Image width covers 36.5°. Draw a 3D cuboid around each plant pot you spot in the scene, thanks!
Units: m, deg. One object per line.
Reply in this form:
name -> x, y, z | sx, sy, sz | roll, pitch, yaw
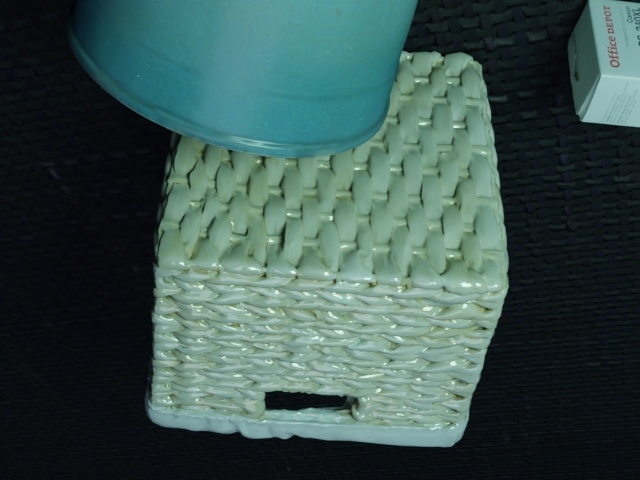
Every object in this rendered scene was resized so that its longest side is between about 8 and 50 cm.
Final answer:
plant pot -> -0.033, -0.245, 0.731 | 0.271, 0.272, 0.255 | 13, 126, -13

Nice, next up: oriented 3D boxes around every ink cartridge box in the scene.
ink cartridge box -> 0.318, -0.163, 0.910 | 0.150, 0.109, 0.063 | 6, 144, -3

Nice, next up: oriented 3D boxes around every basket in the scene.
basket -> 0.000, 0.000, 0.975 | 0.328, 0.331, 0.266 | 5, 141, -2
